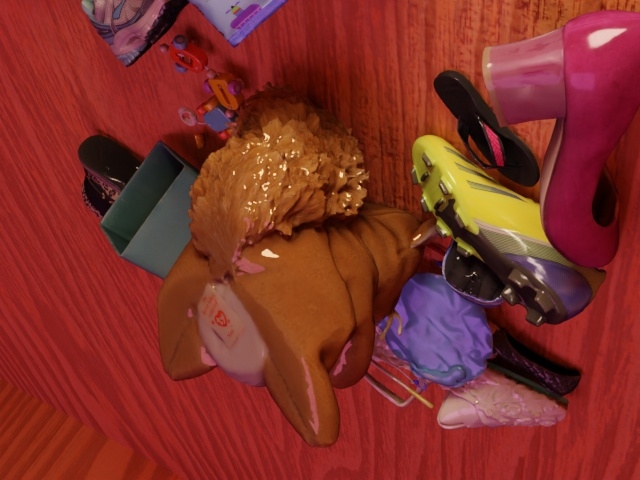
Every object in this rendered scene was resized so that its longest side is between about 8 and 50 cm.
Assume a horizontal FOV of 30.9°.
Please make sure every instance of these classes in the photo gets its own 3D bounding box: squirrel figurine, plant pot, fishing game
[{"bbox_3d":[0.000,0.000,1.482,0.281,0.370,0.397,11,117,40],"label":"squirrel figurine"},{"bbox_3d":[-0.188,-0.008,1.794,0.234,0.165,0.165,35,-177,-29],"label":"plant pot"},{"bbox_3d":[0.173,0.127,1.695,0.189,0.041,0.264,32,127,15],"label":"fishing game"}]

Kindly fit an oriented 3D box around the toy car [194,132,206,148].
[{"bbox_3d":[-0.134,-0.123,1.741,0.122,0.060,0.040,58,-167,-11],"label":"toy car"}]

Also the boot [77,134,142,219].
[{"bbox_3d":[-0.318,-0.064,1.981,0.236,0.085,0.178,40,156,3],"label":"boot"}]

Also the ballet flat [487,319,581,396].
[{"bbox_3d":[0.306,0.166,1.701,0.173,0.057,0.049,35,116,-4],"label":"ballet flat"}]

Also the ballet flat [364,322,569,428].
[{"bbox_3d":[0.182,0.215,1.809,0.408,0.147,0.147,26,153,20],"label":"ballet flat"}]

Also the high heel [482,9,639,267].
[{"bbox_3d":[0.308,-0.085,1.197,0.181,0.127,0.377,-8,148,25],"label":"high heel"}]

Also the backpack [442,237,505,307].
[{"bbox_3d":[0.213,0.025,1.476,0.105,0.114,0.084,26,173,13],"label":"backpack"}]

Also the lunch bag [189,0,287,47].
[{"bbox_3d":[-0.058,-0.363,1.138,0.221,0.138,0.293,45,143,-15],"label":"lunch bag"}]

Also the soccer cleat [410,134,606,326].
[{"bbox_3d":[0.224,-0.024,1.406,0.289,0.121,0.093,50,159,17],"label":"soccer cleat"}]

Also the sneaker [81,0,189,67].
[{"bbox_3d":[-0.233,-0.310,1.435,0.122,0.110,0.283,43,153,-10],"label":"sneaker"}]

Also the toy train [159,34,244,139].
[{"bbox_3d":[-0.153,-0.213,1.579,0.125,0.046,0.166,27,150,17],"label":"toy train"}]

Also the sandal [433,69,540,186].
[{"bbox_3d":[0.187,-0.120,1.342,0.179,0.040,0.067,46,152,-22],"label":"sandal"}]
